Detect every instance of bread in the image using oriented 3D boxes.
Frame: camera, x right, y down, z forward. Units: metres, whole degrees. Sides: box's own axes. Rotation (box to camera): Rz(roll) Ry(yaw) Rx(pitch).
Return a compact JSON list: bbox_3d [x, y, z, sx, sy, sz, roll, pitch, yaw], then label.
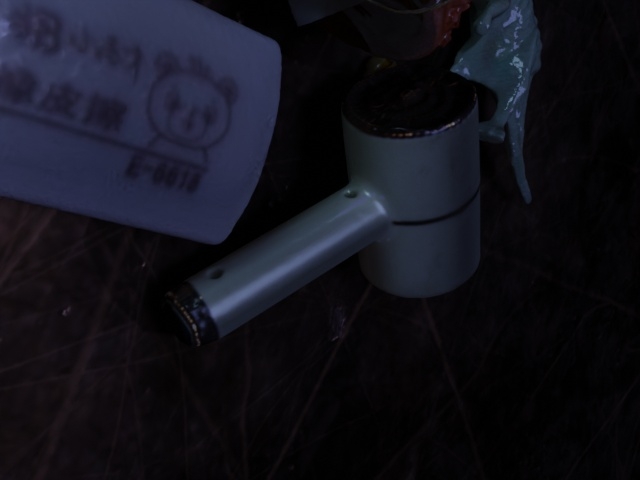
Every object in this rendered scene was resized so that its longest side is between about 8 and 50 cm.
[{"bbox_3d":[0.029,-0.239,0.719,0.142,0.224,0.212,-56,155,-12],"label":"bread"},{"bbox_3d":[0.067,-0.145,0.917,0.049,0.034,0.088,-29,120,-47],"label":"bread"}]

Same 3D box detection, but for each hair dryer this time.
[{"bbox_3d":[0.000,0.000,0.822,0.362,0.128,0.203,-32,135,-25],"label":"hair dryer"}]

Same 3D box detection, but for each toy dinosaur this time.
[{"bbox_3d":[0.196,-0.178,1.012,0.393,0.092,0.205,51,57,-33],"label":"toy dinosaur"}]

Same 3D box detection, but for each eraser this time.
[{"bbox_3d":[-0.157,-0.104,0.637,0.270,0.095,0.174,15,92,-48],"label":"eraser"}]
